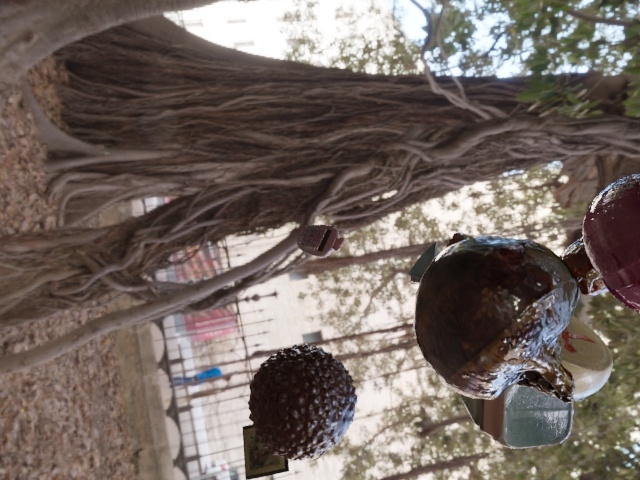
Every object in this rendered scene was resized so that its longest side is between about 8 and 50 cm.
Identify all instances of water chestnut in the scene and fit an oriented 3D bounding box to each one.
[{"bbox_3d":[0.233,0.105,0.678,0.238,0.224,0.223,43,-30,23],"label":"water chestnut"}]

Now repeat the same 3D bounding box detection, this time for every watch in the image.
[{"bbox_3d":[0.437,0.337,1.186,0.241,0.253,0.161,-151,-118,-76],"label":"watch"}]

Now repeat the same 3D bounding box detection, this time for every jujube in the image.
[{"bbox_3d":[0.868,0.064,1.670,0.190,0.255,0.190,24,-42,23],"label":"jujube"}]

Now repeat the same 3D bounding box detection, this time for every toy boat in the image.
[{"bbox_3d":[0.293,0.062,1.446,0.096,0.034,0.122,9,-95,40],"label":"toy boat"}]

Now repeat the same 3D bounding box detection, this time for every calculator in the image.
[{"bbox_3d":[0.000,0.000,1.564,0.024,0.166,0.103,47,63,-50],"label":"calculator"}]

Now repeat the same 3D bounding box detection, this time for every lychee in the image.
[{"bbox_3d":[-0.041,0.388,1.247,0.264,0.264,0.300,-135,-154,-68],"label":"lychee"}]

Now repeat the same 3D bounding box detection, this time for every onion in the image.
[{"bbox_3d":[0.778,0.025,1.252,0.345,0.358,0.358,-34,-124,26],"label":"onion"}]

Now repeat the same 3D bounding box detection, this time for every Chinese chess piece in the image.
[{"bbox_3d":[0.735,0.340,1.653,0.338,0.338,0.140,-115,-141,-50],"label":"Chinese chess piece"}]

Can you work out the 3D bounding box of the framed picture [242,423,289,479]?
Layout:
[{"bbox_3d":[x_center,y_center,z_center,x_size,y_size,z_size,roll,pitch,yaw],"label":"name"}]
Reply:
[{"bbox_3d":[-0.208,0.771,1.949,0.010,0.195,0.199,42,33,-53],"label":"framed picture"}]
